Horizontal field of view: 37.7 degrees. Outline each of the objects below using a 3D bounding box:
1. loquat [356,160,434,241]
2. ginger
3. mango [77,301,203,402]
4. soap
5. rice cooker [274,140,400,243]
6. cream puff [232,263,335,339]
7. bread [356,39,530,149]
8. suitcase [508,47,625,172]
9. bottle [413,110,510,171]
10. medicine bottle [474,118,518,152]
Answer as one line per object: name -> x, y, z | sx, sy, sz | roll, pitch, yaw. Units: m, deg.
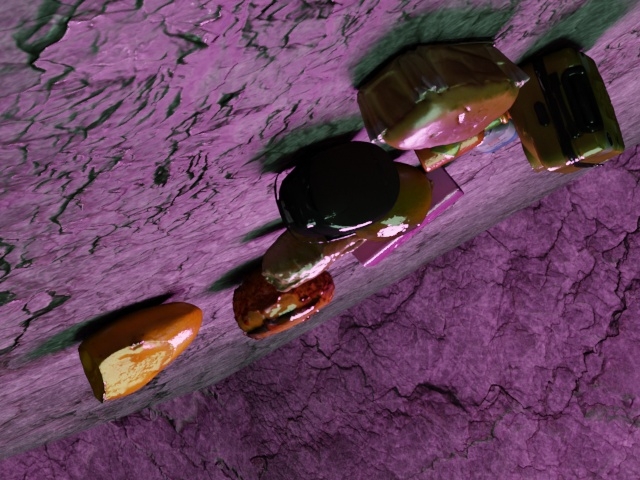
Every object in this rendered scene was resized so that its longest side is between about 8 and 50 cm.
loquat -> 0.127, -0.074, 1.695 | 0.195, 0.152, 0.152 | -10, 163, -32
ginger -> 0.000, 0.000, 1.822 | 0.263, 0.116, 0.109 | -29, -179, -17
mango -> -0.359, 0.207, 1.910 | 0.257, 0.138, 0.187 | -25, 153, -31
soap -> 0.178, -0.050, 1.979 | 0.259, 0.081, 0.181 | -40, 172, 9
rice cooker -> 0.022, -0.074, 1.435 | 0.203, 0.142, 0.118 | -18, 179, -25
cream puff -> -0.091, 0.123, 2.096 | 0.240, 0.164, 0.240 | -25, -175, 2
bread -> 0.168, -0.197, 1.278 | 0.241, 0.107, 0.136 | -16, 163, -48
suitcase -> 0.410, -0.210, 1.579 | 0.143, 0.194, 0.235 | -21, 173, 27
bottle -> 0.251, -0.191, 1.636 | 0.187, 0.069, 0.069 | -30, 170, 6
medicine bottle -> 0.317, -0.205, 1.763 | 0.090, 0.053, 0.208 | -28, 170, 20
